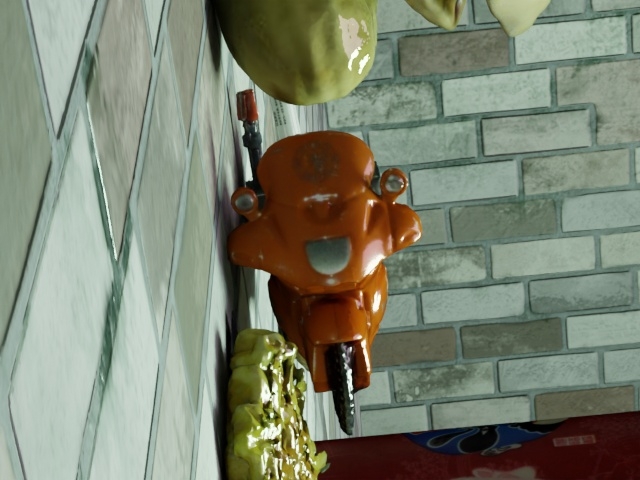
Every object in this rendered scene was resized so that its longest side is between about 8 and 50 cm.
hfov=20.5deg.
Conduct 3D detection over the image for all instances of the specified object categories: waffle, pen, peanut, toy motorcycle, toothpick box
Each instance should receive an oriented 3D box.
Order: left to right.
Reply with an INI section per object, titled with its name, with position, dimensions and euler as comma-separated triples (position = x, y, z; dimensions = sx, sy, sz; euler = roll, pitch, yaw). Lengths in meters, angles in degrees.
[waffle]
position = -0.030, 0.195, 1.247
dimensions = 0.254, 0.052, 0.245
euler = 77, 11, -57
[pen]
position = -0.040, -0.148, 1.770
dimensions = 0.028, 0.028, 0.239
euler = -68, 145, -84
[peanut]
position = -0.029, -0.250, 1.458
dimensions = 0.147, 0.147, 0.319
euler = 79, 1, -66
[toy motorcycle]
position = 0.000, 0.000, 1.417
dimensions = 0.325, 0.148, 0.221
euler = -102, -175, -68
[toothpick box]
position = 0.130, 0.261, 1.537
dimensions = 0.204, 0.333, 0.204
euler = -6, 90, -88

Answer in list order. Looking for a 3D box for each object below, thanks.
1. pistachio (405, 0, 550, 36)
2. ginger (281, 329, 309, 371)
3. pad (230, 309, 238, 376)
[pistachio]
position = 0.110, -0.305, 1.378
dimensions = 0.214, 0.193, 0.318
euler = -61, 151, -44
[ginger]
position = -0.005, 0.038, 1.878
dimensions = 0.131, 0.086, 0.294
euler = 57, 12, -31
[pad]
position = -0.054, 0.153, 1.319
dimensions = 0.193, 0.004, 0.116
euler = 82, 5, -49
